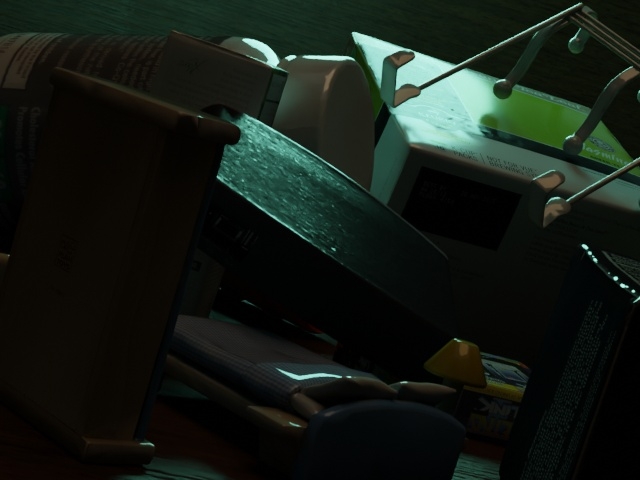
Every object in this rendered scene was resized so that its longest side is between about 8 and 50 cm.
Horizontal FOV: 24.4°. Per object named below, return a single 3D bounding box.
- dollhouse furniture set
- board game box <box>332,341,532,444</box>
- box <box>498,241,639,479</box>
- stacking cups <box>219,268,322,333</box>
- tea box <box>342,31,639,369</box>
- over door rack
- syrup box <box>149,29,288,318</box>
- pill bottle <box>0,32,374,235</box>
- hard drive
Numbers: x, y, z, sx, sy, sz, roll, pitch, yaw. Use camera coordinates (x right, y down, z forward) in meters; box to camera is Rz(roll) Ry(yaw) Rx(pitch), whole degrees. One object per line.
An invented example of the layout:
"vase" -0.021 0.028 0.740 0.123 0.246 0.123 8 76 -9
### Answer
"dollhouse furniture set" -0.065 0.017 0.973 0.303 0.198 0.286 12 8 -43
"board game box" 0.108 0.120 1.220 0.170 0.048 0.141 15 8 -15
"box" 0.270 0.139 0.835 0.296 0.183 0.294 19 7 3
"stacking cups" -0.093 0.019 1.496 0.096 0.096 0.316 11 13 -44
"tea box" 0.171 -0.040 1.654 0.328 0.220 0.323 15 26 -17
"over door rack" 0.242 -0.122 1.510 0.324 0.108 0.239 -20 49 -37
"syrup box" -0.111 -0.047 1.239 0.096 0.237 0.093 20 6 6
"pill bottle" -0.143 -0.094 1.405 0.361 0.204 0.204 3 1 19
"hard drive" 0.000 0.000 1.123 0.254 0.054 0.172 34 25 -17
